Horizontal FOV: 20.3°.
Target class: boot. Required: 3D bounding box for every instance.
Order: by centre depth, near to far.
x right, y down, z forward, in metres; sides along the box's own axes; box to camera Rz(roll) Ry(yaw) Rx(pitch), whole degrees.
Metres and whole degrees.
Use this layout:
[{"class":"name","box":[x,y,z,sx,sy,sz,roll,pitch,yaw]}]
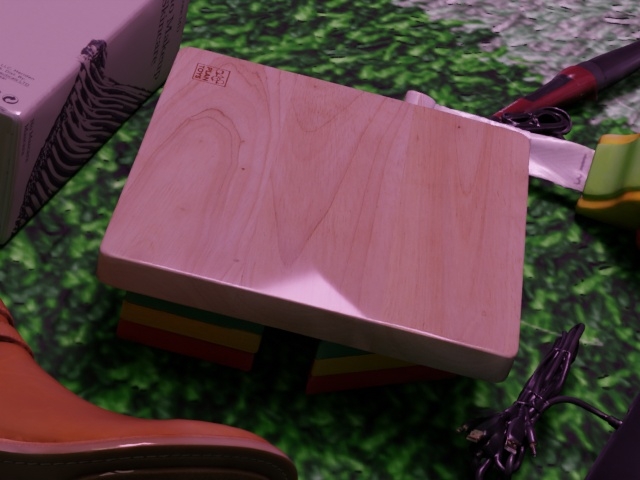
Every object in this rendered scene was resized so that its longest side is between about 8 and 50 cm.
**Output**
[{"class":"boot","box":[-0.172,0.093,0.998,0.284,0.109,0.220,-7,37,-17]}]

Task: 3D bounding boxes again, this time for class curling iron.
[{"class":"curling iron","box":[0.222,-0.121,1.467,0.068,0.035,0.274,36,41,20]}]

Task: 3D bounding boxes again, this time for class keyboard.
[{"class":"keyboard","box":[0.203,0.133,1.122,0.202,0.033,0.317,32,38,12]}]

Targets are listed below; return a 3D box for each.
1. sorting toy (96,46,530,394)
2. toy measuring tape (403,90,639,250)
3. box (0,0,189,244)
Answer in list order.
[{"class":"sorting toy","box":[0.000,0.000,1.178,0.256,0.089,0.257,14,35,-1]},{"class":"toy measuring tape","box":[0.216,-0.056,1.302,0.330,0.121,0.121,19,36,4]},{"class":"box","box":[-0.191,-0.119,1.254,0.094,0.113,0.275,23,38,10]}]
